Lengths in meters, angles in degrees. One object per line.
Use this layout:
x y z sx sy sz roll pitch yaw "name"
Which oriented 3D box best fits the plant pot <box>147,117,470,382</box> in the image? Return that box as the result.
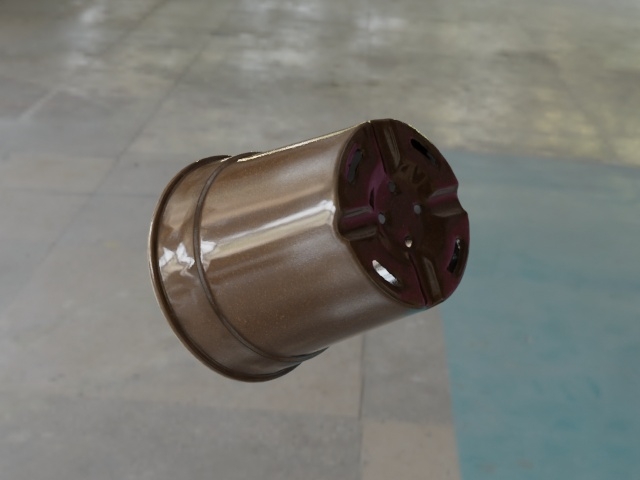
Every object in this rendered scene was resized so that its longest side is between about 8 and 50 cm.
0.000 0.000 0.826 0.165 0.167 0.167 -19 -1 43 "plant pot"
